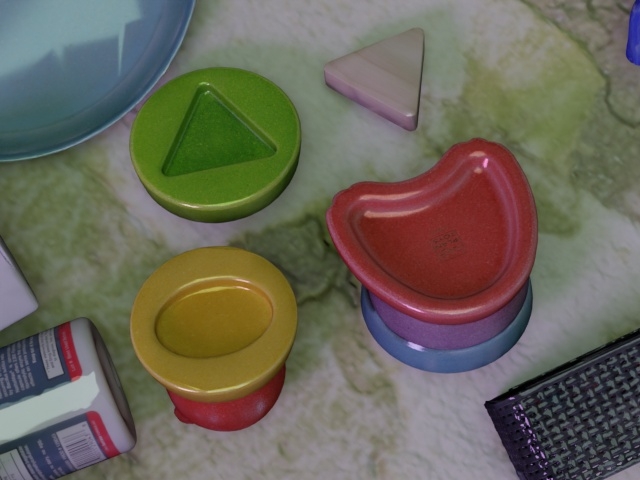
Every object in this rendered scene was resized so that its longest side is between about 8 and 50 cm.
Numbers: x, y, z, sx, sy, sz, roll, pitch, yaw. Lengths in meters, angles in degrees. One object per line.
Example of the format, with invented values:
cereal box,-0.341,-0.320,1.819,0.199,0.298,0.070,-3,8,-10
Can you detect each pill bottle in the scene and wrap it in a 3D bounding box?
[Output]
pill bottle,-0.238,0.136,1.354,0.180,0.108,0.108,-21,85,-2

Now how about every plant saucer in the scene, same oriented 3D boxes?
plant saucer,-0.251,-0.215,1.420,0.318,0.044,0.317,0,84,-1

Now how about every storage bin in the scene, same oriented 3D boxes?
storage bin,0.222,0.119,1.348,0.180,0.122,0.084,-26,85,-3

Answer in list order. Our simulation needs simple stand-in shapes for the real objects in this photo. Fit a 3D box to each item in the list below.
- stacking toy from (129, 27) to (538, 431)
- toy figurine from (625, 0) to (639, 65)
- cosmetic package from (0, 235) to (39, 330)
stacking toy,0.000,0.000,1.394,0.309,0.130,0.279,-14,59,-4
toy figurine,0.362,-0.172,1.397,0.363,0.191,0.217,11,115,-6
cosmetic package,-0.340,0.051,1.349,0.231,0.085,0.117,-31,120,-7
